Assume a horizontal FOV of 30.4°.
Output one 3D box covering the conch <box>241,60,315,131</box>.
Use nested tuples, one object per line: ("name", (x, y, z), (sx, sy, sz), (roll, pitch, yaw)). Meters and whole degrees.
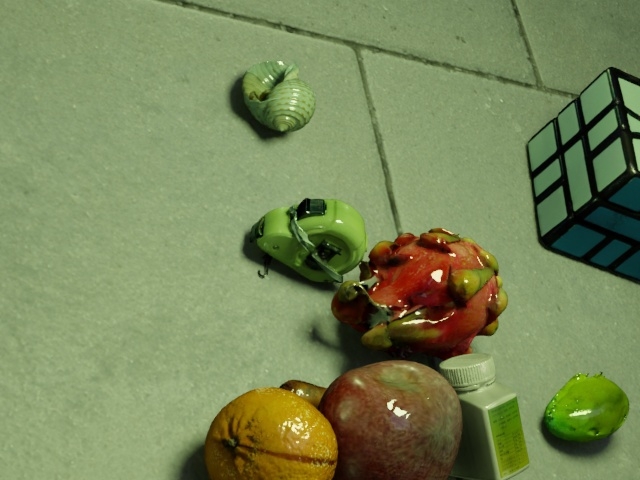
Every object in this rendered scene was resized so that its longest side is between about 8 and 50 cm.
("conch", (-0.078, -0.252, 2.111), (0.135, 0.102, 0.153), (8, 32, -11))

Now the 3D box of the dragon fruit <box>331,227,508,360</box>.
("dragon fruit", (0.165, 0.098, 1.962), (0.307, 0.243, 0.228), (-9, 89, -5))

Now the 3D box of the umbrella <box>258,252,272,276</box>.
("umbrella", (-0.088, 0.012, 1.976), (0.022, 0.013, 0.122), (9, 53, -4))

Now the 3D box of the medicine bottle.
("medicine bottle", (0.251, 0.283, 1.890), (0.088, 0.132, 0.189), (-17, 99, -37))

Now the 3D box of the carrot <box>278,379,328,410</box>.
("carrot", (0.004, 0.253, 1.846), (0.161, 0.055, 0.055), (15, 52, -35))

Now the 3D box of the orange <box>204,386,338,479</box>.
("orange", (-0.073, 0.299, 1.653), (0.161, 0.193, 0.193), (12, 49, -61))

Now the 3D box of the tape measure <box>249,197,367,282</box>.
("tape measure", (0.000, 0.000, 1.946), (0.177, 0.154, 0.087), (34, 35, -30))

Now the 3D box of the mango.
("mango", (0.473, 0.306, 2.106), (0.178, 0.100, 0.119), (-17, 34, -33))

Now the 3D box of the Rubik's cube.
("Rubik's cube", (0.619, -0.130, 2.384), (0.288, 0.283, 0.294), (20, 47, -22))

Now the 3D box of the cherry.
("cherry", (0.098, 0.303, 1.775), (0.206, 0.239, 0.239), (31, 37, 32))
